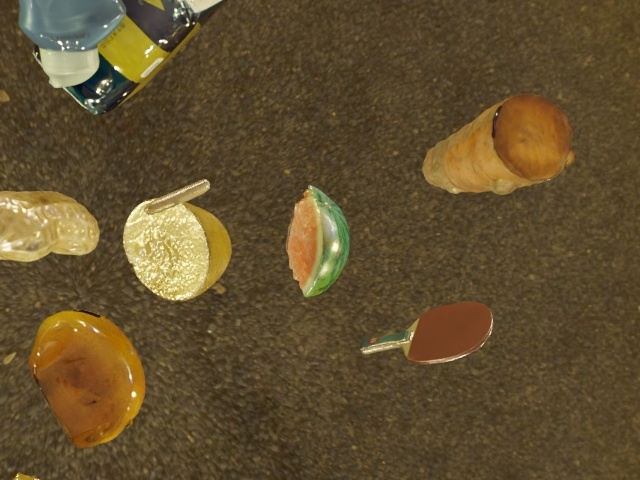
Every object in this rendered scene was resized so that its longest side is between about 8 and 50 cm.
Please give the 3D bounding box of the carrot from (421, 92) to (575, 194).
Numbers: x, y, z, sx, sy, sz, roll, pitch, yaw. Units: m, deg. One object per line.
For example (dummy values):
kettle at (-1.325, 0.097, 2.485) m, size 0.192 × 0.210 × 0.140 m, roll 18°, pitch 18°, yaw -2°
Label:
carrot at (0.178, -0.099, 0.749) m, size 0.102 × 0.263 × 0.102 m, roll 0°, pitch 89°, yaw -16°

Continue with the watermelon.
watermelon at (0.022, 0.006, 1.427) m, size 0.146 × 0.128 × 0.231 m, roll 3°, pitch 104°, yaw -40°

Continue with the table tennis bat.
table tennis bat at (0.196, 0.181, 1.214) m, size 0.021 × 0.274 × 0.154 m, roll 58°, pitch 35°, yaw -23°

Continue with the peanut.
peanut at (-0.599, -0.028, 1.355) m, size 0.325 × 0.140 × 0.153 m, roll 8°, pitch 53°, yaw -59°

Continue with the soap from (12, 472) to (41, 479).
soap at (-0.265, 0.453, 0.961) m, size 0.304 × 0.169 × 0.338 m, roll -21°, pitch 74°, yaw -30°

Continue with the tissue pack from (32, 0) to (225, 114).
tissue pack at (-0.458, -0.543, 1.571) m, size 0.253 × 0.416 × 0.264 m, roll 45°, pitch 31°, yaw -18°

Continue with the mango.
mango at (-0.395, 0.225, 1.095) m, size 0.166 × 0.136 × 0.236 m, roll -29°, pitch 83°, yaw -32°

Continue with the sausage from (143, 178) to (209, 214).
sausage at (-0.239, -0.072, 1.074) m, size 0.132 × 0.024 × 0.024 m, roll -32°, pitch 97°, yaw -42°

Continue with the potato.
potato at (-0.243, 0.013, 1.212) m, size 0.158 × 0.203 × 0.178 m, roll -2°, pitch 111°, yaw -61°

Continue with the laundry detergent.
laundry detergent at (-0.321, -0.341, 0.805) m, size 0.143 × 0.094 × 0.289 m, roll -13°, pitch 124°, yaw -31°
